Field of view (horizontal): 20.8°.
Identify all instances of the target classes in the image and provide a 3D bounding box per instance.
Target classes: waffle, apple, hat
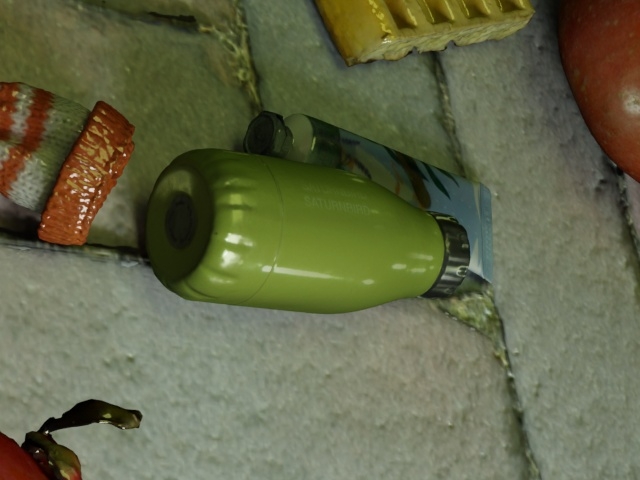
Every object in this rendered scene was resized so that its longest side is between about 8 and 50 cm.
[{"bbox_3d":[0.069,-0.275,1.572,0.248,0.055,0.221,-17,78,-46],"label":"waffle"},{"bbox_3d":[0.396,-0.191,1.654,0.348,0.277,0.349,21,54,-31],"label":"apple"},{"bbox_3d":[-0.213,-0.073,1.197,0.162,0.094,0.112,24,39,-7],"label":"hat"}]

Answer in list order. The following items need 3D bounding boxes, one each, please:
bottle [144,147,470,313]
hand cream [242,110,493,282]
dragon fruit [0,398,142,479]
[{"bbox_3d":[0.000,0.000,1.308,0.260,0.112,0.112,8,61,-39],"label":"bottle"},{"bbox_3d":[0.052,-0.044,1.427,0.271,0.058,0.091,22,56,-38],"label":"hand cream"},{"bbox_3d":[-0.208,0.233,0.897,0.291,0.250,0.269,58,24,10],"label":"dragon fruit"}]
